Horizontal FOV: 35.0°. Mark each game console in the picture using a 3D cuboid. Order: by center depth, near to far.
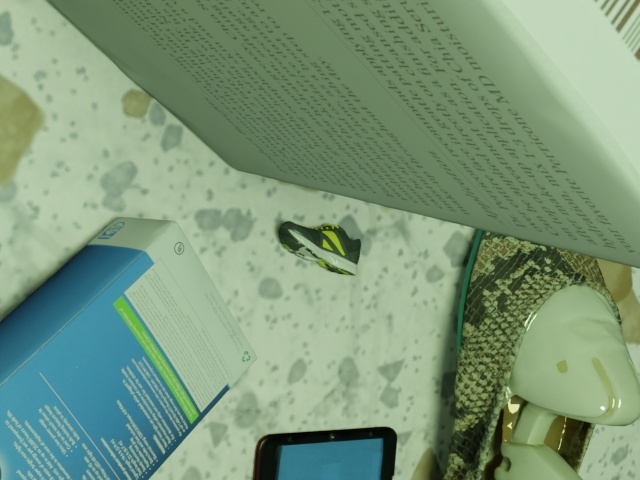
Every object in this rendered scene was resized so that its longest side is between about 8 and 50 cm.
[{"bbox_3d":[0.019,0.233,0.854,0.144,0.124,0.085,2,125,-31],"label":"game console"}]

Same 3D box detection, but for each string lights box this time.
[{"bbox_3d":[-0.171,0.114,0.675,0.259,0.077,0.133,-46,124,-32],"label":"string lights box"}]

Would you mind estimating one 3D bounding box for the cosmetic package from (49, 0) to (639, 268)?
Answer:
[{"bbox_3d":[0.023,-0.141,0.560,0.230,0.453,0.161,43,77,-31],"label":"cosmetic package"}]

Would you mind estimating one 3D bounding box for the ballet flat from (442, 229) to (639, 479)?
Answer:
[{"bbox_3d":[0.190,0.193,0.889,0.164,0.182,0.482,13,93,-32],"label":"ballet flat"}]

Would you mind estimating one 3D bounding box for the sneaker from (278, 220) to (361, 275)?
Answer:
[{"bbox_3d":[0.000,0.000,0.829,0.083,0.031,0.035,31,70,-36],"label":"sneaker"}]
